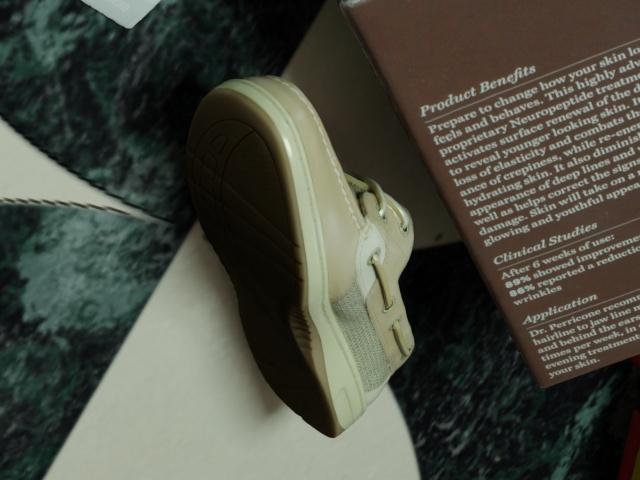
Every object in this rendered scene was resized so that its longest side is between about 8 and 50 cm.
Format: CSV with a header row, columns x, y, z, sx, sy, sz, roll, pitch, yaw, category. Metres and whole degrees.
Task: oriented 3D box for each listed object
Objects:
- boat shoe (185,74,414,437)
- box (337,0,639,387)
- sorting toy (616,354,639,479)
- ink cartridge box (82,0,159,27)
x,y,z,sx,sy,sz,roll,pitch,yaw,category
0.000,0.000,1.088,0.098,0.109,0.302,-38,143,-19,boat shoe
0.150,-0.088,1.076,0.191,0.143,0.381,-20,140,9,box
0.347,0.115,1.474,0.257,0.089,0.255,-17,129,-30,sorting toy
-0.081,-0.234,0.898,0.232,0.066,0.189,-38,142,20,ink cartridge box
